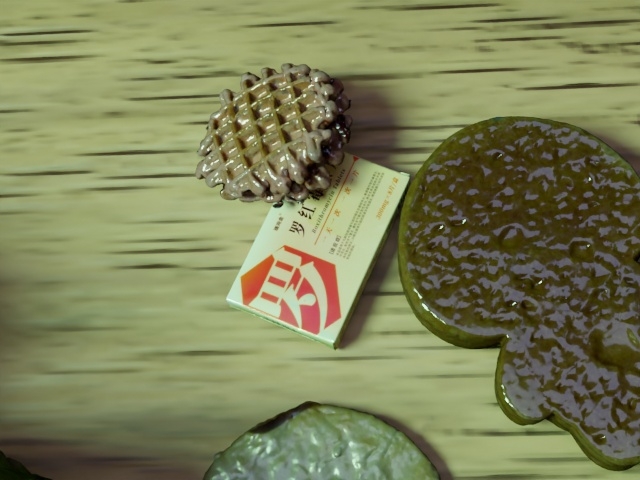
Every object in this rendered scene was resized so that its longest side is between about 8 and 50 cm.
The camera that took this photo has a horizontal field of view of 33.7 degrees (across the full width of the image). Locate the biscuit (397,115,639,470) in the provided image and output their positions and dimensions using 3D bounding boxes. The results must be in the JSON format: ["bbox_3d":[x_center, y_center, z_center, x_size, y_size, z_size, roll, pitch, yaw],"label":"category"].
[{"bbox_3d":[0.107,0.021,0.488,0.124,0.026,0.175,-29,69,-4],"label":"biscuit"}]

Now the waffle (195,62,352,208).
[{"bbox_3d":[-0.024,-0.052,0.515,0.083,0.029,0.075,6,65,36],"label":"waffle"}]

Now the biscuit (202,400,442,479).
[{"bbox_3d":[0.001,0.130,0.462,0.120,0.015,0.120,-1,70,4],"label":"biscuit"}]

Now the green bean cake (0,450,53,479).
[{"bbox_3d":[-0.145,0.212,0.368,0.247,0.156,0.250,30,78,12],"label":"green bean cake"}]

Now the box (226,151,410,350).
[{"bbox_3d":[0.000,0.000,0.510,0.058,0.015,0.093,20,72,15],"label":"box"}]
